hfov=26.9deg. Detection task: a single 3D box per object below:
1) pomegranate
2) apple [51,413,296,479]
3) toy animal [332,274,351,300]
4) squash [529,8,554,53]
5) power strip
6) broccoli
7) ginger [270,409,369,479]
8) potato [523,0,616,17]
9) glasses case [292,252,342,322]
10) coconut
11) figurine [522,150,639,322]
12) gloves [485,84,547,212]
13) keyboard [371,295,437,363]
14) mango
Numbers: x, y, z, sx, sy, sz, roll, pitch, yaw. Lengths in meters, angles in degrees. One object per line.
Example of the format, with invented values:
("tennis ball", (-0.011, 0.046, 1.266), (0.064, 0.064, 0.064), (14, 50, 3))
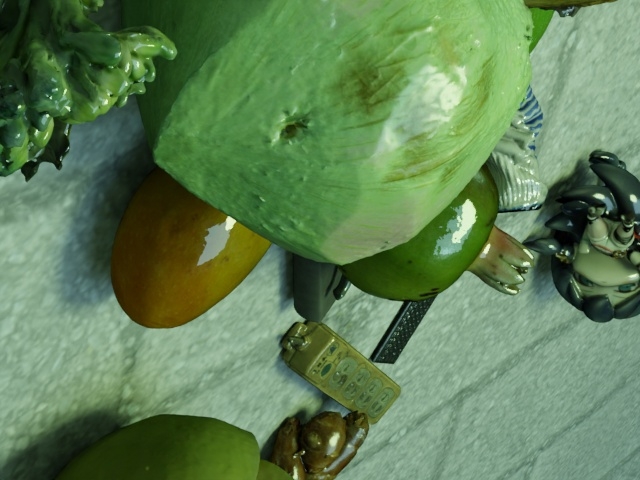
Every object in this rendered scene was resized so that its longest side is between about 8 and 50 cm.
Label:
("pomegranate", (0.110, -0.015, 1.290), (0.180, 0.210, 0.180), (-58, 180, -1))
("apple", (-0.135, 0.304, 1.262), (0.292, 0.292, 0.254), (77, 27, -53))
("toy animal", (0.111, -0.042, 1.448), (0.269, 0.082, 0.137), (-31, 140, -42))
("squash", (0.212, -0.292, 1.343), (0.082, 0.082, 0.292), (-31, 143, -34))
("power strip", (0.028, 0.159, 1.587), (0.064, 0.044, 0.305), (-51, 150, -3))
("broccoli", (-0.173, -0.165, 0.806), (0.275, 0.198, 0.177), (-52, 150, -3))
("ginger", (-0.018, 0.257, 1.597), (0.162, 0.073, 0.103), (-51, 152, 9))
("potato", (0.274, -0.296, 1.124), (0.397, 0.296, 0.290), (22, 101, -36))
("glasses case", (0.000, -0.001, 1.382), (0.072, 0.042, 0.190), (-46, 151, -35))
("coconut", (-0.004, -0.139, 0.991), (0.328, 0.281, 0.328), (-24, 124, -41))
("figurine", (0.403, -0.003, 1.834), (0.197, 0.175, 0.265), (-39, 155, -34))
("gloves", (0.170, -0.134, 1.358), (0.097, 0.229, 0.119), (-25, -173, -17))
("keyboard", (0.130, 0.069, 1.671), (0.202, 0.011, 0.067), (-59, 151, 9))
("mango", (-0.087, -0.035, 1.151), (0.253, 0.113, 0.138), (-52, 151, -7))
